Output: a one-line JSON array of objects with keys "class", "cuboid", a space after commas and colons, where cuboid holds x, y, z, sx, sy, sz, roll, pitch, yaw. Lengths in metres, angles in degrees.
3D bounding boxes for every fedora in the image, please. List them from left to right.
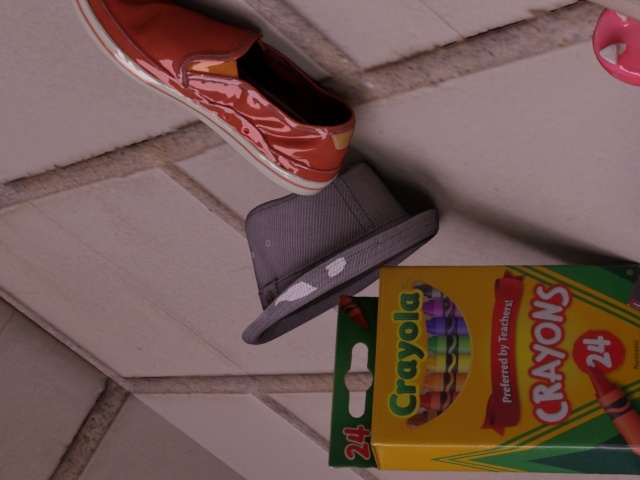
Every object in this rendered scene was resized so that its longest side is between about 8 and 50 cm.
[{"class": "fedora", "cuboid": [0.000, 0.000, 1.776, 0.124, 0.243, 0.275, 60, 161, 6]}]

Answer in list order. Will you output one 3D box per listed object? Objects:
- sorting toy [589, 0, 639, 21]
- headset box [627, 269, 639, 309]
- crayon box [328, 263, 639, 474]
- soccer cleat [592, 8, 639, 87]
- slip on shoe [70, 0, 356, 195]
[{"class": "sorting toy", "cuboid": [0.225, -0.188, 1.072, 0.347, 0.196, 0.047, 33, 125, 46]}, {"class": "headset box", "cuboid": [0.382, 0.025, 1.364, 0.218, 0.110, 0.293, 24, 168, 11]}, {"class": "crayon box", "cuboid": [0.165, 0.129, 1.650, 0.318, 0.202, 0.081, -1, 152, 8]}, {"class": "soccer cleat", "cuboid": [0.324, -0.127, 1.232, 0.248, 0.083, 0.095, 17, -175, 19]}, {"class": "slip on shoe", "cuboid": [-0.103, -0.180, 1.634, 0.331, 0.123, 0.101, 37, 126, -3]}]
